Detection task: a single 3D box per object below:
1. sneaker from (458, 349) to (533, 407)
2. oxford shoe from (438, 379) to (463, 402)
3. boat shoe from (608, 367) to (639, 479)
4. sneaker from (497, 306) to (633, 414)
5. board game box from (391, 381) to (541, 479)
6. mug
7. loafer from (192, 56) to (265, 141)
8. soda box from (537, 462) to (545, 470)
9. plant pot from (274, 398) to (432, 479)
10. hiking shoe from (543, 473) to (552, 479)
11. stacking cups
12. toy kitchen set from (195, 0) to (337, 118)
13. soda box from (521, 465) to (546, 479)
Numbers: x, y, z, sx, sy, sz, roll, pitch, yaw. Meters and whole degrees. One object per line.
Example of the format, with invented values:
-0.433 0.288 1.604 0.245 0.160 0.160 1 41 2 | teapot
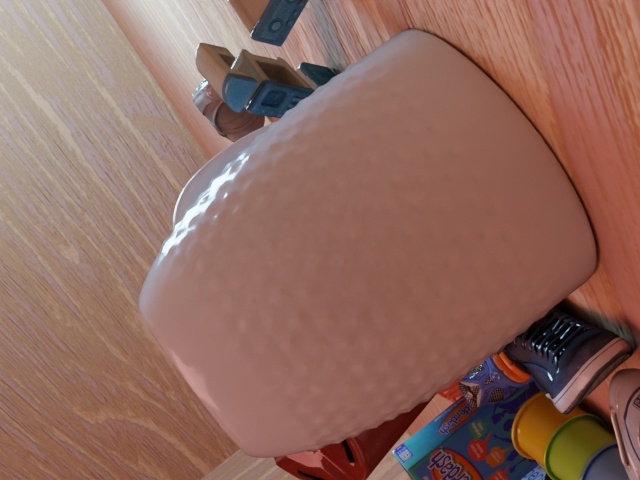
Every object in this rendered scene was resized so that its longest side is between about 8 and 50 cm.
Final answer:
0.204 0.143 1.217 0.083 0.087 0.221 53 -167 13 | sneaker
0.144 0.089 1.507 0.363 0.130 0.133 48 -153 -10 | oxford shoe
0.326 0.227 0.922 0.267 0.096 0.088 56 177 -17 | boat shoe
0.206 0.082 1.010 0.163 0.086 0.226 49 174 10 | sneaker
0.218 0.276 1.410 0.160 0.210 0.047 57 173 -35 | board game box
0.000 0.000 0.948 0.374 0.328 0.276 45 170 49 | mug
-0.137 -0.224 1.741 0.111 0.112 0.319 48 -179 1 | loafer
0.344 0.297 1.269 0.216 0.069 0.074 44 169 49 | soda box
0.036 0.143 1.290 0.272 0.265 0.272 24 142 21 | plant pot
0.400 0.383 1.295 0.304 0.113 0.132 50 149 27 | hiking shoe
0.337 0.268 1.132 0.096 0.096 0.316 57 168 -31 | stacking cups
-0.003 -0.197 1.117 0.207 0.166 0.122 1 -139 -49 | toy kitchen set
0.365 0.407 1.573 0.091 0.098 0.286 53 174 -1 | soda box
